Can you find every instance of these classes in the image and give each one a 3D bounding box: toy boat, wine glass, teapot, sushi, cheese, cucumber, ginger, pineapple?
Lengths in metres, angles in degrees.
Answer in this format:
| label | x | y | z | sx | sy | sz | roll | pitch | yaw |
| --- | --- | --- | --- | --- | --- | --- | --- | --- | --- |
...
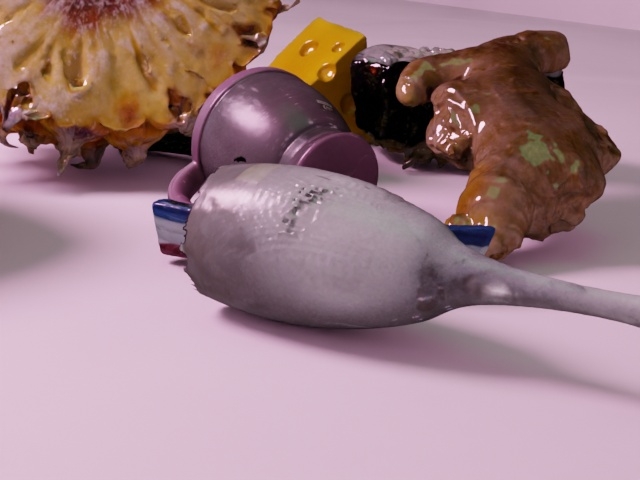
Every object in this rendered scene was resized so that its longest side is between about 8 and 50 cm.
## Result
| label | x | y | z | sx | sy | sz | roll | pitch | yaw |
| --- | --- | --- | --- | --- | --- | --- | --- | --- | --- |
| toy boat | 0.000 | 0.000 | 0.809 | 0.228 | 0.046 | 0.080 | 7 | 2 | 10 |
| wine glass | 0.073 | -0.061 | 0.644 | 0.309 | 0.264 | 0.096 | 12 | 20 | 29 |
| teapot | -0.034 | -0.062 | 0.918 | 0.148 | 0.116 | 0.146 | -4 | 24 | -35 |
| sushi | 0.128 | -0.127 | 1.177 | 0.212 | 0.115 | 0.147 | 9 | 14 | 20 |
| cheese | -0.037 | -0.137 | 1.262 | 0.171 | 0.126 | 0.093 | -26 | 33 | -23 |
| cucumber | -0.143 | -0.098 | 1.167 | 0.134 | 0.034 | 0.033 | 10 | 22 | 23 |
| ginger | 0.146 | -0.093 | 0.967 | 0.166 | 0.080 | 0.333 | 7 | 39 | -6 |
| pineapple | -0.217 | -0.141 | 1.130 | 0.344 | 0.209 | 0.286 | 11 | -7 | -8 |
